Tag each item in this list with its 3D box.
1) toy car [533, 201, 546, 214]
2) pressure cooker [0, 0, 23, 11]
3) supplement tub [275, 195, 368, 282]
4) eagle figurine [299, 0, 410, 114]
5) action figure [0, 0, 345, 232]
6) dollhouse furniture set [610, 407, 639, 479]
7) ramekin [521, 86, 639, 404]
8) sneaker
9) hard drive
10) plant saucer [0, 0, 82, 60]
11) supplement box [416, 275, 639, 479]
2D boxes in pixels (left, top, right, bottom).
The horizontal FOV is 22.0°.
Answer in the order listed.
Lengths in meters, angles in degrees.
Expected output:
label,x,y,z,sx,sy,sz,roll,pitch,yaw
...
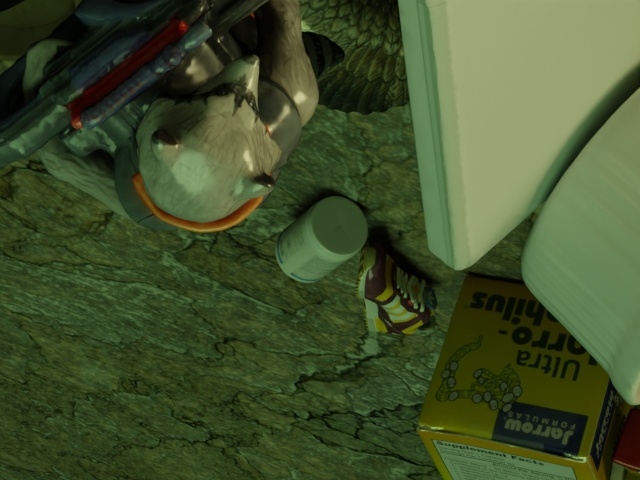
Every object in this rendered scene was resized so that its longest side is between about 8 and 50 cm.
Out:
label,x,y,z,sx,sy,sz,roll,pitch,yaw
toy car,0.241,-0.112,1.379,0.188,0.149,0.155,-24,142,16
pressure cooker,-0.215,-0.333,0.923,0.420,0.375,0.370,33,-165,-31
supplement tub,0.000,0.000,1.792,0.071,0.071,0.107,27,154,-14
eagle figurine,0.070,-0.184,1.212,0.225,0.226,0.298,43,-160,33
action figure,-0.032,-0.123,0.972,0.341,0.330,0.178,-33,112,23
dollhouse furniture set,0.509,0.206,1.692,0.374,0.201,0.152,19,155,15
ramekin,0.278,-0.021,1.238,0.135,0.277,0.277,42,161,19
sneaker,0.089,0.053,1.848,0.084,0.069,0.185,5,158,11
hard drive,0.140,-0.133,1.080,0.040,0.203,0.307,39,160,29
plant saucer,-0.345,-0.266,1.555,0.278,0.041,0.278,16,154,8
supplement box,0.262,0.219,1.888,0.194,0.195,0.356,9,153,22
